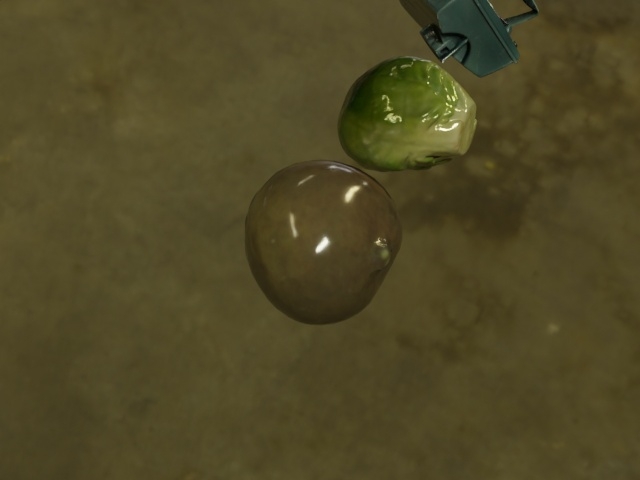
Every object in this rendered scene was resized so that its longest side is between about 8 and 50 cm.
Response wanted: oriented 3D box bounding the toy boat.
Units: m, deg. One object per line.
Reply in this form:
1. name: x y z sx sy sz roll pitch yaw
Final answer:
1. toy boat: 0.127 -0.234 1.349 0.093 0.103 0.246 52 6 -27

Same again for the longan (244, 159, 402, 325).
1. longan: 0.000 0.000 1.527 0.189 0.189 0.189 11 41 -10

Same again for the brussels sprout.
1. brussels sprout: 0.112 -0.164 1.844 0.180 0.144 0.161 4 28 13
